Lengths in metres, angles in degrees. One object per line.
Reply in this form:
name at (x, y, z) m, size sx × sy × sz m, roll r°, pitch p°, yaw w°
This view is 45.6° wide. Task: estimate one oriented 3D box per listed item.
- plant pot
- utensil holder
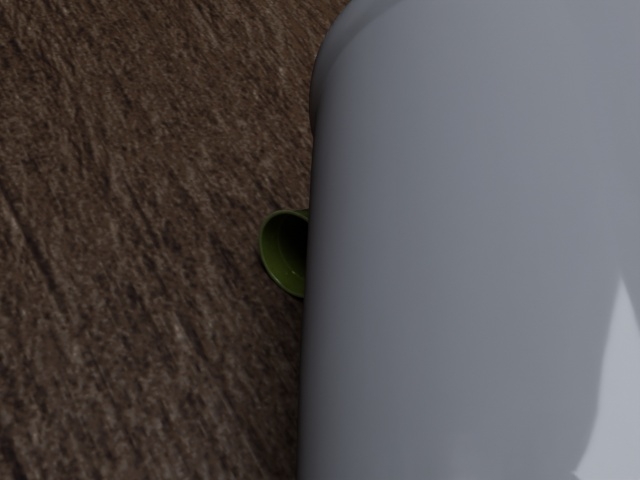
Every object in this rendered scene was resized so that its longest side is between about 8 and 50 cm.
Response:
plant pot at (0.000, 0.000, 0.697) m, size 0.083 × 0.083 × 0.079 m, roll 39°, pitch 39°, yaw 19°
utensil holder at (0.144, 0.035, 0.517) m, size 0.328 × 0.327 × 0.385 m, roll 9°, pitch 53°, yaw -6°
